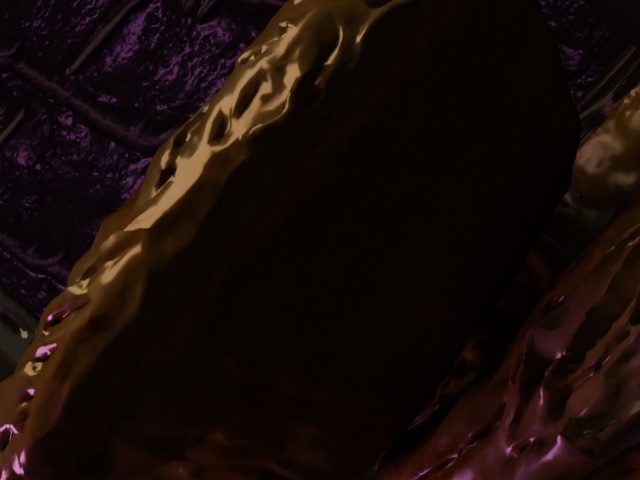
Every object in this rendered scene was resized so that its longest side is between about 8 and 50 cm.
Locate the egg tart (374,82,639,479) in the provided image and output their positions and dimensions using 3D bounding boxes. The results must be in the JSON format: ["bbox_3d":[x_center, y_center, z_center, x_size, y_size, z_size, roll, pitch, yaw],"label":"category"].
[{"bbox_3d":[0.138,0.013,0.529,0.295,0.116,0.295,-54,0,1],"label":"egg tart"}]

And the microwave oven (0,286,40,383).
[{"bbox_3d":[-0.274,0.298,1.150,0.432,0.236,0.374,-49,-24,-8],"label":"microwave oven"}]

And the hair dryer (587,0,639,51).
[{"bbox_3d":[0.101,0.024,0.317,0.197,0.089,0.251,-119,31,-51],"label":"hair dryer"}]

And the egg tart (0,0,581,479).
[{"bbox_3d":[0.000,0.000,0.534,0.319,0.128,0.319,-54,2,3],"label":"egg tart"}]
